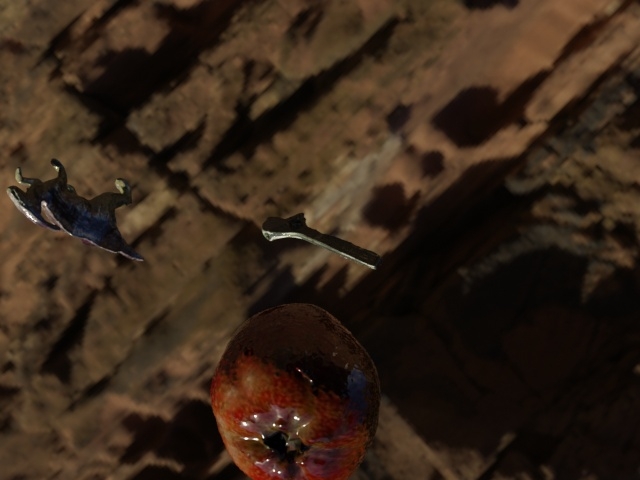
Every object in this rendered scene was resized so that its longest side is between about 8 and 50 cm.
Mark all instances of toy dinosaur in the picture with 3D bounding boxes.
[{"bbox_3d":[-0.409,-0.052,2.019,0.294,0.162,0.077,16,131,-42],"label":"toy dinosaur"}]

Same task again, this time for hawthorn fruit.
[{"bbox_3d":[-0.044,0.240,2.025,0.285,0.285,0.369,-45,-157,12],"label":"hawthorn fruit"}]

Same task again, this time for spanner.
[{"bbox_3d":[0.000,0.000,2.368,0.093,0.325,0.026,-36,127,-29],"label":"spanner"}]
